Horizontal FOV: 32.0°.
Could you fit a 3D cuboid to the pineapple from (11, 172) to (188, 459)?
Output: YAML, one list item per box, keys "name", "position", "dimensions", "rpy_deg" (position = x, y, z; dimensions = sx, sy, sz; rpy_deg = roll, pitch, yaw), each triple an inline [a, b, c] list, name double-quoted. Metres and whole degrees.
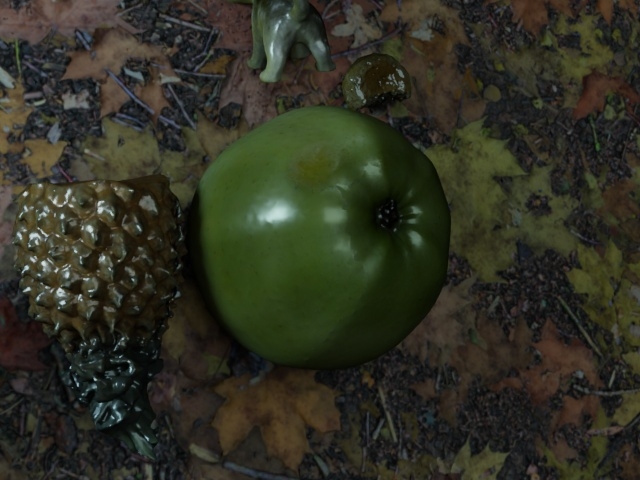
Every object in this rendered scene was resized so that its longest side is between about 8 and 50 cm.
- name: "pineapple"
  position: [-0.266, 0.097, 1.408]
  dimensions: [0.222, 0.223, 0.358]
  rpy_deg: [-7, 92, -24]

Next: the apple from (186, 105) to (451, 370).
- name: "apple"
  position: [0.000, 0.000, 1.466]
  dimensions: [0.357, 0.357, 0.357]
  rpy_deg: [5, 78, -22]

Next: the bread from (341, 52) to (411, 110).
- name: "bread"
  position: [0.080, -0.240, 1.686]
  dimensions: [0.113, 0.060, 0.082]
  rpy_deg: [-12, 85, -26]

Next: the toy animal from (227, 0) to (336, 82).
- name: "toy animal"
  position: [-0.062, -0.320, 1.588]
  dimensions: [0.121, 0.233, 0.169]
  rpy_deg: [-12, 125, -14]
